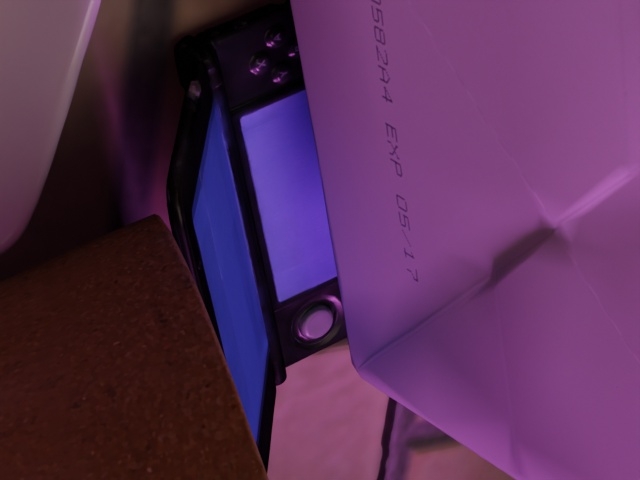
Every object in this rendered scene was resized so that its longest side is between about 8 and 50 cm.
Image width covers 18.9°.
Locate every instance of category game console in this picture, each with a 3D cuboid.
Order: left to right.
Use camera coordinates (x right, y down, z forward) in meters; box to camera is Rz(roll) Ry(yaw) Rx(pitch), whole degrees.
[{"bbox_3d":[0.000,0.000,0.553,0.107,0.071,0.122,-25,129,-19],"label":"game console"}]

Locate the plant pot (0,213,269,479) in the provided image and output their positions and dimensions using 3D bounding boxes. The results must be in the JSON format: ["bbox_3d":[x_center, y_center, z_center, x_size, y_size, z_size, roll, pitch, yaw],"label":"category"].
[{"bbox_3d":[-0.126,0.142,0.472,0.254,0.237,0.237,-17,126,-9],"label":"plant pot"}]

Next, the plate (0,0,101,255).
[{"bbox_3d":[-0.152,-0.134,0.387,0.278,0.045,0.277,6,113,-36],"label":"plate"}]

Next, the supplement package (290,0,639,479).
[{"bbox_3d":[0.155,-0.062,0.509,0.263,0.198,0.199,-31,130,-27],"label":"supplement package"}]
